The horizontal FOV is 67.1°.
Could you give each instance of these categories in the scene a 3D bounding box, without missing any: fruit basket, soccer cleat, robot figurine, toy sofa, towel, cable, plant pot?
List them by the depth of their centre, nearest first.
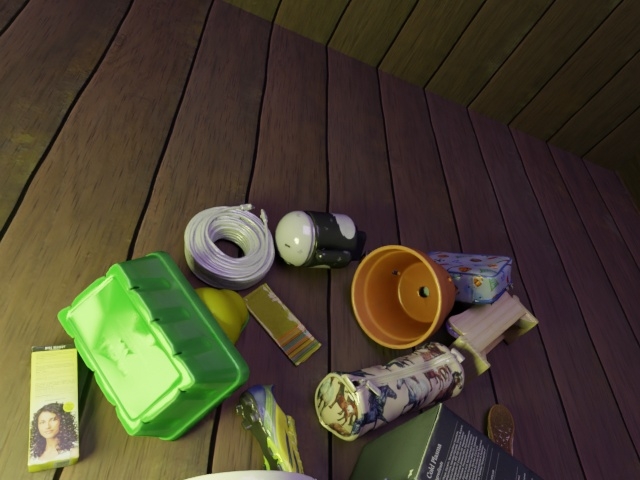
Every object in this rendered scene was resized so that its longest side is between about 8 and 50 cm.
[{"bbox_3d":[-0.322,0.216,1.082,0.392,0.283,0.392,49,3,-4],"label":"fruit basket"},{"bbox_3d":[-0.085,0.457,1.088,0.121,0.093,0.289,-9,60,-44],"label":"soccer cleat"},{"bbox_3d":[-0.107,0.225,1.315,0.237,0.021,0.102,47,45,11],"label":"towel"},{"bbox_3d":[-0.255,0.017,1.353,0.257,0.089,0.257,0,55,-30],"label":"cable"},{"bbox_3d":[0.265,0.160,1.431,0.203,0.291,0.291,2,51,-51],"label":"plant pot"},{"bbox_3d":[-0.001,0.001,1.460,0.278,0.209,0.174,4,73,-29],"label":"robot figurine"},{"bbox_3d":[0.512,0.294,1.534,0.362,0.150,0.177,-22,63,-41],"label":"toy sofa"}]

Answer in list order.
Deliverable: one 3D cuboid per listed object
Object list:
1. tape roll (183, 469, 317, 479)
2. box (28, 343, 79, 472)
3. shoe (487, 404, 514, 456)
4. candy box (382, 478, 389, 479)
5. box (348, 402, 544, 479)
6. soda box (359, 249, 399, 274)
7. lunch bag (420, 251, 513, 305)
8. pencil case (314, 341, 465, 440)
[{"bbox_3d":[-0.143,0.502,0.877,0.286,0.286,0.100,12,49,-22],"label":"tape roll"},{"bbox_3d":[-0.528,0.324,0.957,0.087,0.058,0.232,0,54,-31],"label":"box"},{"bbox_3d":[0.510,0.573,1.376,0.076,0.058,0.219,13,42,5],"label":"shoe"},{"bbox_3d":[0.133,0.619,0.920,0.268,0.317,0.122,37,46,3],"label":"candy box"},{"bbox_3d":[0.261,0.557,1.029,0.312,0.343,0.179,36,46,0],"label":"box"},{"bbox_3d":[0.213,0.094,1.590,0.168,0.053,0.060,21,46,-13],"label":"soda box"},{"bbox_3d":[0.464,0.113,1.566,0.303,0.115,0.243,6,19,36],"label":"lunch bag"},{"bbox_3d":[0.195,0.378,1.254,0.410,0.183,0.160,-6,57,-35],"label":"pencil case"}]
